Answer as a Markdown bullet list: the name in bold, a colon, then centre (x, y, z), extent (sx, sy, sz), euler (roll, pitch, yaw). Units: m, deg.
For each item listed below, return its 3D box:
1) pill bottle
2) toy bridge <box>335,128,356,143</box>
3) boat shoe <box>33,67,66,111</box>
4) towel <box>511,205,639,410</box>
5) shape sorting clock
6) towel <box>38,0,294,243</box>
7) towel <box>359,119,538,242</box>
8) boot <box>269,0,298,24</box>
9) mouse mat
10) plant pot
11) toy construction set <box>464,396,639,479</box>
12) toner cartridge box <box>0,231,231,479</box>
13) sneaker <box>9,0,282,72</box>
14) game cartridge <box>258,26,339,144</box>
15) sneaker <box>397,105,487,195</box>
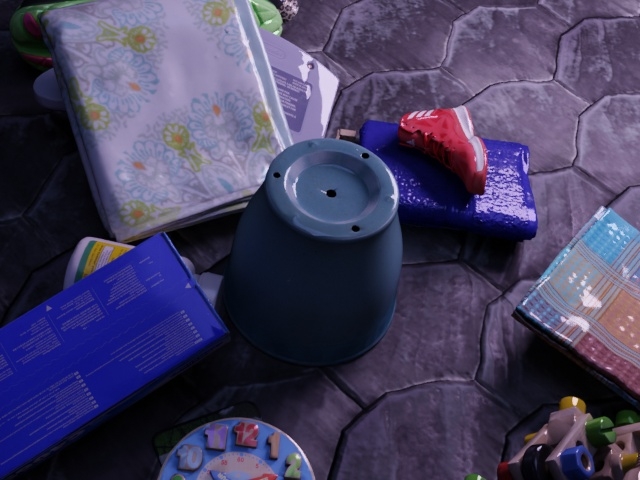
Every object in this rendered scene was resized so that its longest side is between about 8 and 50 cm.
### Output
- **pill bottle**: centre (-0.248, 0.071, 1.226), extent (0.209, 0.117, 0.117), euler (12, 52, -1)
- **toy bridge**: centre (0.026, -0.123, 1.481), extent (0.063, 0.026, 0.188), euler (7, 52, -3)
- **boat shoe**: centre (-0.330, -0.248, 1.466), extent (0.306, 0.105, 0.113), euler (-19, 54, -30)
- **towel**: centre (0.484, 0.097, 1.338), extent (0.271, 0.040, 0.370), euler (36, 43, 17)
- **shape sorting clock**: centre (-0.106, 0.323, 1.099), extent (0.206, 0.040, 0.206), euler (5, 52, -6)
- **towel**: centre (-0.220, -0.204, 1.326), extent (0.321, 0.090, 0.374), euler (-17, 88, -25)
- **towel**: centre (0.209, -0.098, 1.472), extent (0.308, 0.076, 0.227), euler (10, 45, -2)
- **boot**: centre (-0.172, -0.475, 1.674), extent (0.179, 0.236, 0.085), euler (28, 75, -38)
- **mouse mat**: centre (-0.123, 0.311, 1.135), extent (0.153, 0.007, 0.189), euler (-17, 58, -21)
- **plant pot**: centre (0.000, 0.000, 1.238), extent (0.272, 0.255, 0.271), euler (5, 52, -6)
- **toy construction set**: centre (0.373, 0.264, 1.090), extent (0.257, 0.309, 0.237), euler (31, 49, 4)
- **toner cartridge box**: centre (-0.304, 0.151, 1.101), extent (0.348, 0.075, 0.165), euler (-32, 80, -11)
- **sneaker**: centre (-0.304, -0.415, 1.551), extent (0.483, 0.185, 0.202), euler (-1, 51, -15)
- **game cartridge**: centre (-0.118, -0.265, 1.462), extent (0.294, 0.060, 0.196), euler (22, 74, -19)
- **sneaker**: centre (0.195, -0.144, 1.417), extent (0.128, 0.087, 0.221), euler (-3, 35, -3)
